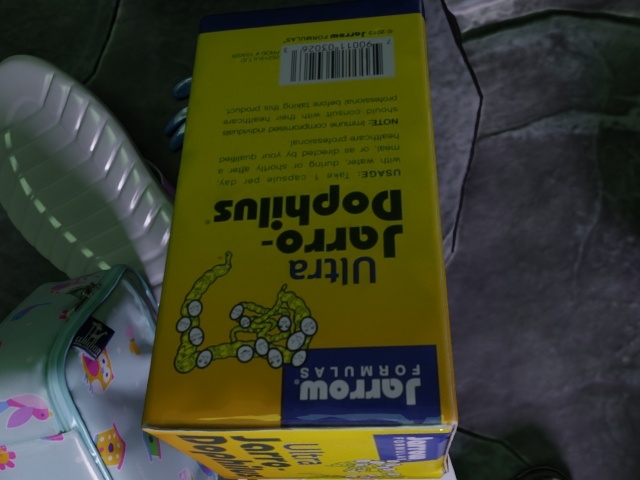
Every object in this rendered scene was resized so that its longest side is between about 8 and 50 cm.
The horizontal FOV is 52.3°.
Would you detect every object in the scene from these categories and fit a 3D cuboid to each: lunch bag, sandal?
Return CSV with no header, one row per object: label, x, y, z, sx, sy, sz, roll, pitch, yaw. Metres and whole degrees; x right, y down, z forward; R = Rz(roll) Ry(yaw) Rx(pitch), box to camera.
lunch bag,-0.184,0.165,0.584,0.108,0.224,0.279,-14,110,10
sandal,-0.207,-0.017,0.709,0.169,0.102,0.416,-41,91,16

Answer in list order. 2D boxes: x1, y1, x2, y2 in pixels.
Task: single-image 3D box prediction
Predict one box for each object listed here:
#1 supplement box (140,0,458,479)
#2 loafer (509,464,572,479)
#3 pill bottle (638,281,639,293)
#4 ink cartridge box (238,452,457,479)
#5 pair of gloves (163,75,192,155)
supplement box,0.000,0.000,0.544,0.195,0.194,0.356,-3,61,8
loafer,0.157,0.333,0.603,0.096,0.084,0.267,38,89,12
pill bottle,0.453,0.078,0.548,0.318,0.176,0.176,32,88,12
ink cartridge box,0.011,0.169,0.610,0.189,0.097,0.255,-18,95,2
pair of gloves,-0.083,-0.127,0.737,0.198,0.023,0.159,44,90,11
